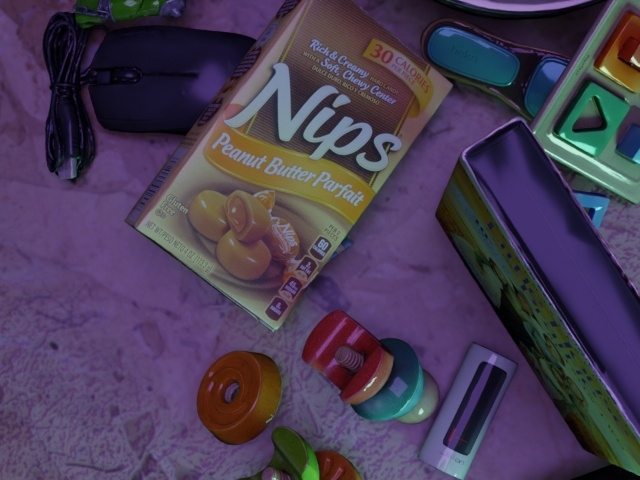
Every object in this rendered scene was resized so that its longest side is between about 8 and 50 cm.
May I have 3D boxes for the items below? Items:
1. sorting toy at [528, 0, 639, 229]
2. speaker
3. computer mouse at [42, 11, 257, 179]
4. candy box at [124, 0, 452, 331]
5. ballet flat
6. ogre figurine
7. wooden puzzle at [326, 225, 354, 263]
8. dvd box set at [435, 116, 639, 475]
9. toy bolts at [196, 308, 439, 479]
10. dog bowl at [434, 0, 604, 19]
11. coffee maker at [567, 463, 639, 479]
[{"bbox_3d":[0.318,-0.140,1.281,0.196,0.047,0.348,23,104,-35],"label":"sorting toy"},{"bbox_3d":[0.153,0.178,1.334,0.055,0.055,0.136,27,87,5],"label":"speaker"},{"bbox_3d":[-0.169,-0.162,1.369,0.272,0.072,0.189,-1,84,2],"label":"computer mouse"},{"bbox_3d":[-0.032,-0.090,1.315,0.183,0.087,0.316,38,85,-18],"label":"candy box"},{"bbox_3d":[0.216,-0.176,1.353,0.232,0.073,0.080,28,106,-1],"label":"ballet flat"},{"bbox_3d":[-0.180,-0.311,1.375,0.118,0.097,0.197,14,51,13],"label":"ogre figurine"},{"bbox_3d":[0.000,0.000,1.380,0.083,0.006,0.049,-38,84,-1],"label":"wooden puzzle"},{"bbox_3d":[0.215,0.065,1.158,0.062,0.420,0.308,-32,85,-1],"label":"dvd box set"},{"bbox_3d":[0.010,0.182,1.326,0.228,0.158,0.218,-48,44,8],"label":"toy bolts"},{"bbox_3d":[0.203,-0.414,1.337,0.408,0.150,0.408,0,85,3],"label":"dog bowl"},{"bbox_3d":[0.299,0.264,1.267,0.178,0.120,0.171,-22,123,0],"label":"coffee maker"}]
